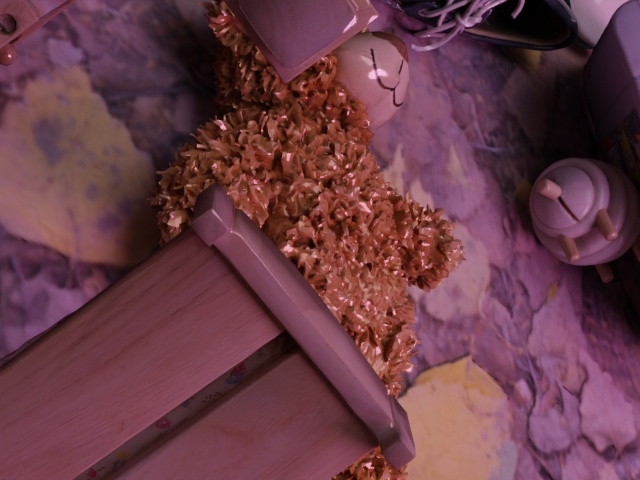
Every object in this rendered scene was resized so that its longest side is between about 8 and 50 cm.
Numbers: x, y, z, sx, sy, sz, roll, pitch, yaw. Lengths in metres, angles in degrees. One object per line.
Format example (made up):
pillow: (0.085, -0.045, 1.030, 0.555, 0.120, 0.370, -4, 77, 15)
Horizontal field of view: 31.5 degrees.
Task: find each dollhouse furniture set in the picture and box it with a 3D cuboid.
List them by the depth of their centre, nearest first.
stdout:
dollhouse furniture set: (-0.056, 0.013, 0.531, 0.355, 0.303, 0.174, 53, 10, -16)

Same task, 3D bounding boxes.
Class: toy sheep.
toy sheep: (0.202, -0.021, 0.865, 0.132, 0.091, 0.091, 30, 55, -50)

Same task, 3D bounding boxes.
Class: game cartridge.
game cartridge: (0.274, -0.031, 0.879, 0.060, 0.196, 0.294, -15, 83, 0)

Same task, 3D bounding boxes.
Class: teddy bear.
teddy bear: (0.000, 0.000, 0.659, 0.245, 0.113, 0.338, 35, 54, -31)

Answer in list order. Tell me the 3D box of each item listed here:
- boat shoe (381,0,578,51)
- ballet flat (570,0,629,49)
boat shoe: (0.107, -0.187, 0.840, 0.254, 0.095, 0.079, 4, 61, -51)
ballet flat: (0.360, -0.283, 1.074, 0.400, 0.139, 0.139, -28, 94, -44)
